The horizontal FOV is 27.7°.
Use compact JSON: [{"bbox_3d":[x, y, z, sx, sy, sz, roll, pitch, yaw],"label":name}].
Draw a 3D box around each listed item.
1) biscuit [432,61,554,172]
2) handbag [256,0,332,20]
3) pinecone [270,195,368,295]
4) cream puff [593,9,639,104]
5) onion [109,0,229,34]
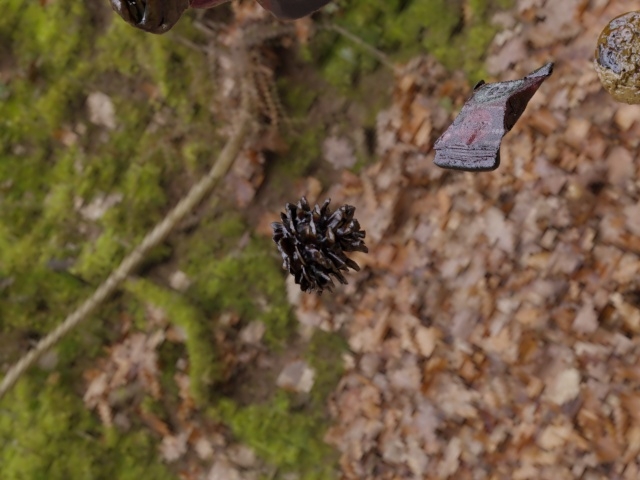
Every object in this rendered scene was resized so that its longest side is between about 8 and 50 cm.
[{"bbox_3d":[0.285,-0.208,2.162,0.151,0.063,0.235,3,46,47],"label":"biscuit"},{"bbox_3d":[-0.062,-0.421,1.704,0.181,0.181,0.254,-33,-21,4],"label":"handbag"},{"bbox_3d":[0.000,0.002,1.739,0.120,0.140,0.140,-21,16,5],"label":"pinecone"},{"bbox_3d":[0.420,-0.241,1.723,0.119,0.104,0.133,-53,45,22],"label":"cream puff"},{"bbox_3d":[-0.151,-0.369,1.247,0.398,0.398,0.420,-50,14,45],"label":"onion"}]
